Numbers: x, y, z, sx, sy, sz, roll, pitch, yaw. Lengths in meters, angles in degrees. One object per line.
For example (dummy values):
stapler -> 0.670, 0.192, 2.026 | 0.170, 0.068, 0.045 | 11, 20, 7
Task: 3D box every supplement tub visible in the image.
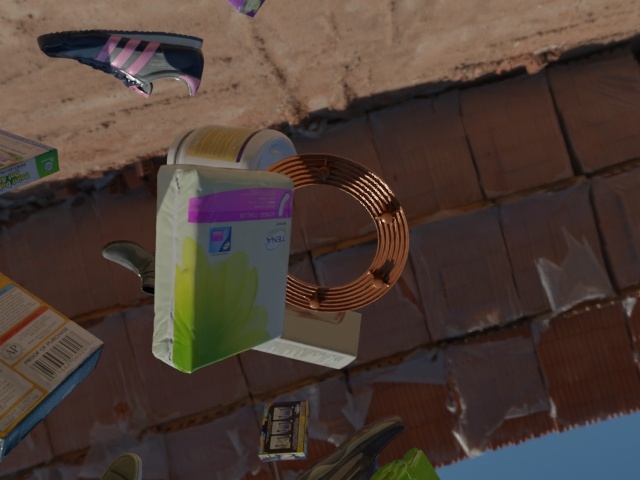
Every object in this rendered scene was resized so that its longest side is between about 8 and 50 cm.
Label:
supplement tub -> -0.258, -0.212, 1.551 | 0.331, 0.241, 0.241 | 12, -169, 31

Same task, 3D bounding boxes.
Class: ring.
ring -> 0.000, 0.000, 1.005 | 0.336, 0.337, 0.032 | -16, -158, 19

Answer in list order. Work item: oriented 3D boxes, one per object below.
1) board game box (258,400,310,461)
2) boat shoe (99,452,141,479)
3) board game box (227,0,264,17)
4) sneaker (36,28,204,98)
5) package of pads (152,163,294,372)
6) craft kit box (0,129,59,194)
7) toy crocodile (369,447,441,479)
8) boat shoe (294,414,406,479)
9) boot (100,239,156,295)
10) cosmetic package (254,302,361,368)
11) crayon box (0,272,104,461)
board game box -> -0.108, 0.578, 1.617 | 0.141, 0.170, 0.048 | -6, 133, 10
boat shoe -> -0.540, 0.724, 1.432 | 0.113, 0.302, 0.103 | 11, 170, 22
board game box -> -0.147, -0.457, 0.609 | 0.208, 0.347, 0.056 | -46, 176, 18
sneaker -> -0.398, -0.357, 1.080 | 0.318, 0.131, 0.112 | -2, -163, -13
package of pads -> -0.147, 0.033, 0.844 | 0.101, 0.297, 0.229 | 10, -171, 32
craft kit box -> -0.687, -0.148, 1.007 | 0.249, 0.061, 0.246 | 19, -150, 18
toy crocodile -> 0.081, 0.396, 0.680 | 0.105, 0.115, 0.340 | -33, -177, 31
boat shoe -> 0.094, 0.608, 1.438 | 0.355, 0.130, 0.132 | -35, 168, 2
boot -> -0.583, 0.096, 1.729 | 0.246, 0.161, 0.083 | 23, 120, -44
cosmetic package -> -0.056, 0.238, 1.420 | 0.296, 0.129, 0.153 | 17, 150, -12
crayon box -> -0.530, 0.150, 0.801 | 0.083, 0.323, 0.203 | -57, 178, 37
